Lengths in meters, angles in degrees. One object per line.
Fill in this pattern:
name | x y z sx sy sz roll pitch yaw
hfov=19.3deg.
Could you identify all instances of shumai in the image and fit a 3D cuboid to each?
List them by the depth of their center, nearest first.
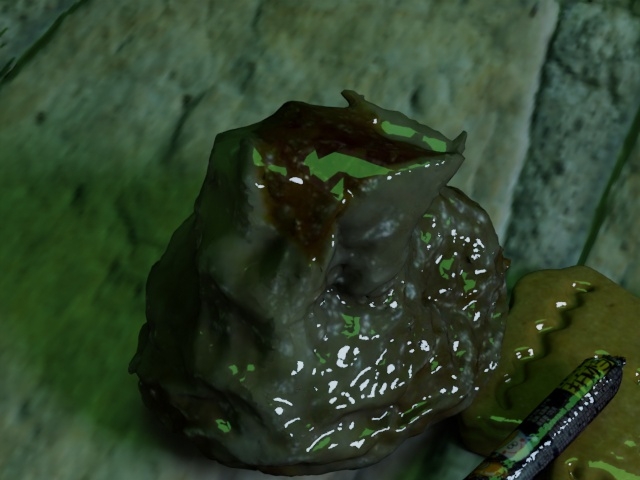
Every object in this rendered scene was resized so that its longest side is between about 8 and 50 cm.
shumai | 0.000 0.000 0.908 0.166 0.176 0.206 20 47 26

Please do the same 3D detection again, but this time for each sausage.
sausage | 0.080 0.116 0.891 0.198 0.025 0.028 -39 53 -21

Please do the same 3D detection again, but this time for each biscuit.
biscuit | 0.192 0.097 0.947 0.248 0.035 0.184 28 48 19
